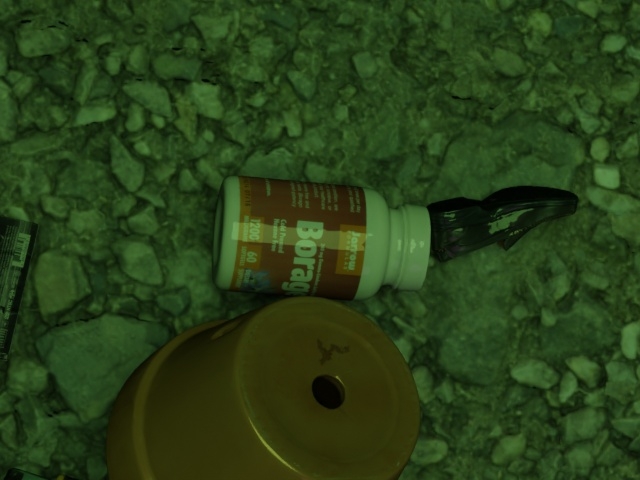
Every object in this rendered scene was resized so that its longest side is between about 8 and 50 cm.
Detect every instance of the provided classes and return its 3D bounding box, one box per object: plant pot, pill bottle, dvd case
[{"bbox_3d":[-0.038,0.186,1.821,0.291,0.203,0.291,15,56,-23],"label":"plant pot"},{"bbox_3d":[0.000,0.000,1.948,0.216,0.121,0.121,4,83,-8],"label":"pill bottle"},{"bbox_3d":[-0.409,0.029,1.895,0.221,0.018,0.164,13,54,-8],"label":"dvd case"}]

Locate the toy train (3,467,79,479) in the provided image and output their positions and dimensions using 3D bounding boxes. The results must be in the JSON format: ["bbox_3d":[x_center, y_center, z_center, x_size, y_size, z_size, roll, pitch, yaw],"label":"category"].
[{"bbox_3d":[-0.269,0.384,1.860,0.190,0.142,0.334,19,82,6],"label":"toy train"}]

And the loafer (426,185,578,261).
[{"bbox_3d":[0.197,-0.020,2.022,0.170,0.062,0.061,-9,107,-7],"label":"loafer"}]
